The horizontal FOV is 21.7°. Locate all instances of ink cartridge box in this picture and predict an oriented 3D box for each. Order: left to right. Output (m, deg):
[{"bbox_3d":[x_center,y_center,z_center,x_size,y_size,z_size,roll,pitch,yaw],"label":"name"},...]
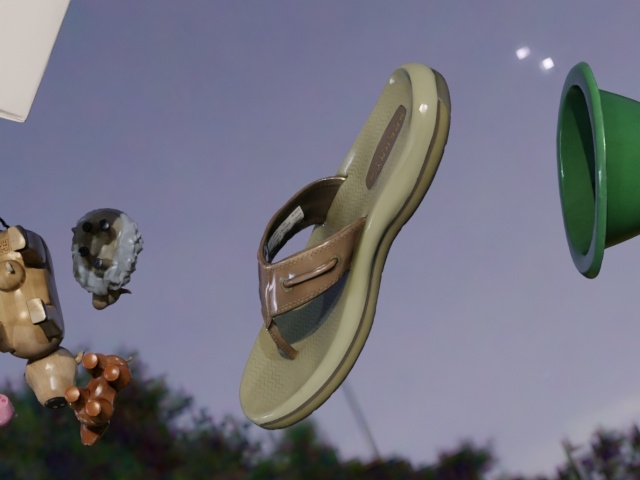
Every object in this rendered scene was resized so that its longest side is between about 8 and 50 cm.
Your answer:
[{"bbox_3d":[-0.336,-0.242,1.656,0.114,0.198,0.273,18,6,-25],"label":"ink cartridge box"}]

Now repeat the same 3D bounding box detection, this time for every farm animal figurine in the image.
[{"bbox_3d":[-0.378,0.128,2.058,0.330,0.327,0.172,-2,-13,8],"label":"farm animal figurine"}]

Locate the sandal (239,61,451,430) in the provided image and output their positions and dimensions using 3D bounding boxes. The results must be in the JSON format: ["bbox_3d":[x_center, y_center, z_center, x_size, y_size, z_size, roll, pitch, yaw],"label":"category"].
[{"bbox_3d":[0.000,-0.002,1.259,0.086,0.120,0.303,16,-75,-27],"label":"sandal"}]

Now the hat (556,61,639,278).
[{"bbox_3d":[0.293,-0.061,1.308,0.183,0.173,0.208,-3,3,-2],"label":"hat"}]

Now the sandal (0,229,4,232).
[{"bbox_3d":[-0.502,-0.006,2.219,0.179,0.040,0.067,8,-52,-29],"label":"sandal"}]
